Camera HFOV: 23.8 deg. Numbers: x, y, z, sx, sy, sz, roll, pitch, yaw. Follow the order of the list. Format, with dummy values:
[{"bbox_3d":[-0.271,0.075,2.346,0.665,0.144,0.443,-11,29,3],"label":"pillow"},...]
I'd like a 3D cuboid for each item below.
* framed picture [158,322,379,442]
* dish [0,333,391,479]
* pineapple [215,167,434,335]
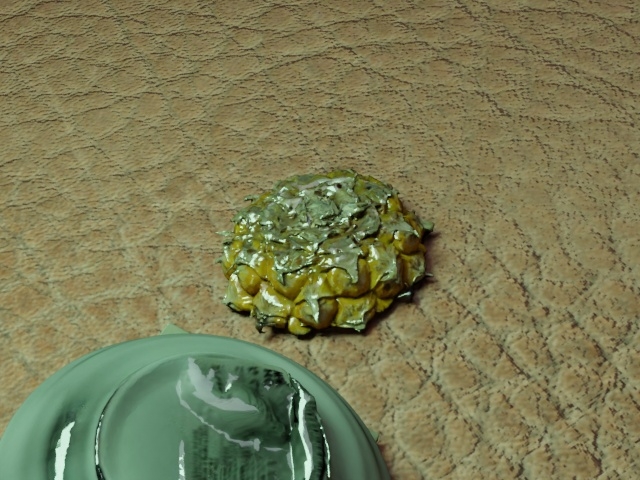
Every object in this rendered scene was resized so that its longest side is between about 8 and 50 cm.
[{"bbox_3d":[-0.071,0.164,1.219,0.203,0.015,0.150,28,49,7],"label":"framed picture"},{"bbox_3d":[-0.086,0.176,1.124,0.317,0.106,0.316,6,53,-8],"label":"dish"},{"bbox_3d":[0.000,0.000,1.411,0.225,0.076,0.224,-10,39,8],"label":"pineapple"}]
